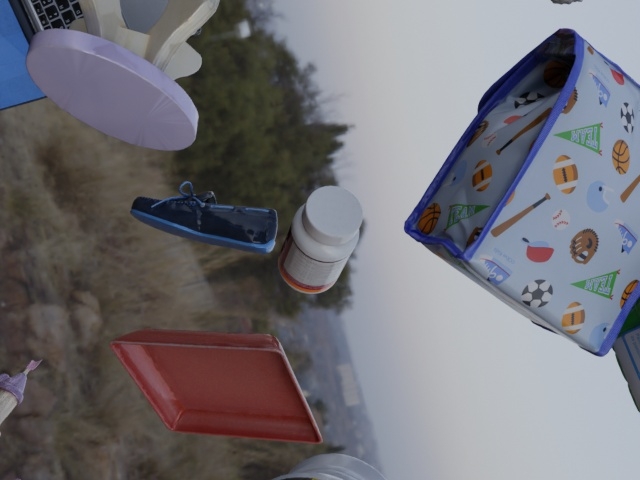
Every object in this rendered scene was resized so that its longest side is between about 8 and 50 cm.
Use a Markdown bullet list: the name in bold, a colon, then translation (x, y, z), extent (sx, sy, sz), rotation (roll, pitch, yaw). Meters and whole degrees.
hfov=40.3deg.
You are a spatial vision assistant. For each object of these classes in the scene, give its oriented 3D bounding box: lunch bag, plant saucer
- **lunch bag**: translation (0.371, -0.079, 1.336), extent (0.328, 0.385, 0.239), rotation (32, 0, -27)
- **plant saucer**: translation (-0.142, 0.208, 1.274), extent (0.258, 0.259, 0.047), rotation (72, 25, -47)

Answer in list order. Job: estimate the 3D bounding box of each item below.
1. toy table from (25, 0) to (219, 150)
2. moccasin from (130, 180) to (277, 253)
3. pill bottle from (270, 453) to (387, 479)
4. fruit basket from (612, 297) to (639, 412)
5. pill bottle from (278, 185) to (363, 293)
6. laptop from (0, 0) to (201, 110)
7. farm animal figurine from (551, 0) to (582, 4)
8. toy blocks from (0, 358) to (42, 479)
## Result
- **toy table**: translation (-0.261, -0.253, 1.187), extent (0.274, 0.252, 0.160), rotation (53, 42, -61)
- **moccasin**: translation (-0.263, -0.057, 2.019), extent (0.138, 0.342, 0.116), rotation (99, 6, -79)
- **pill bottle**: translation (-0.025, 0.336, 0.812), extent (0.334, 0.188, 0.187), rotation (-39, 117, -69)
- **fruit basket**: translation (0.602, 0.146, 1.280), extent (0.353, 0.165, 0.327), rotation (-44, -126, 50)
- **pill bottle**: translation (0.000, 0.000, 1.560), extent (0.221, 0.121, 0.121), rotation (115, -35, -59)
- **laptop**: translation (-0.458, -0.420, 1.319), extent (0.236, 0.408, 0.382), rotation (-75, 143, -79)
- **farm animal figurine**: translation (0.406, -0.325, 0.926), extent (0.172, 0.330, 0.326), rotation (87, 22, -54)
- **toy blocks**: translation (-0.625, 0.344, 1.533), extent (0.309, 0.289, 0.260), rotation (51, 41, -21)
